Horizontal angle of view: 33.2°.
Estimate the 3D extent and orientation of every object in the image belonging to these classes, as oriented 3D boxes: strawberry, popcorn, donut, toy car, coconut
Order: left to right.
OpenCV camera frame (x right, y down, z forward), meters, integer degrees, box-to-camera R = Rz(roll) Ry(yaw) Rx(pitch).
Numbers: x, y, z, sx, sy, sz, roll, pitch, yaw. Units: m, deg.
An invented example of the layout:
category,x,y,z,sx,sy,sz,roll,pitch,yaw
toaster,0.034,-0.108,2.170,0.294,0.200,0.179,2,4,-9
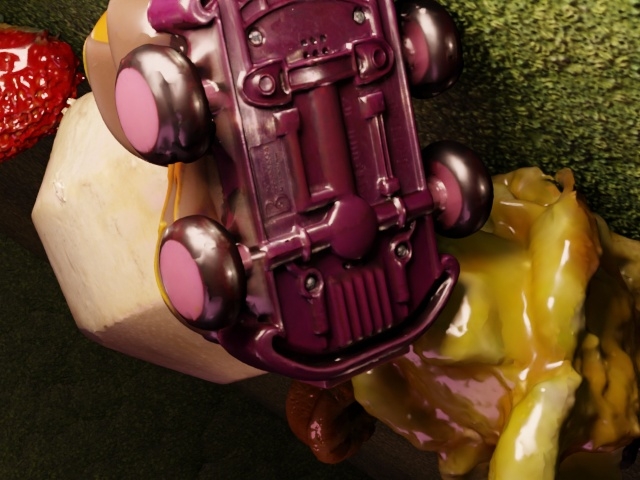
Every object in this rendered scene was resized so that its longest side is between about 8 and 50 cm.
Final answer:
category,x,y,z,sx,sy,sz,roll,pitch,yaw
strawberry,-0.399,-0.181,1.335,0.187,0.201,0.184,20,178,-10
coconut,-0.113,-0.015,1.130,0.353,0.352,0.352,28,164,9
toy car,-0.048,-0.070,0.819,0.240,0.271,0.340,3,107,53
donut,0.038,0.270,1.866,0.114,0.226,0.226,29,165,31
popcorn,0.177,0.116,0.961,0.290,0.321,0.325,12,138,48

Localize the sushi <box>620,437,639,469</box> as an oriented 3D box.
category,x,y,z,sx,sy,sz,roll,pitch,yaw
sushi,0.350,0.247,1.469,0.320,0.068,0.339,30,164,-9
